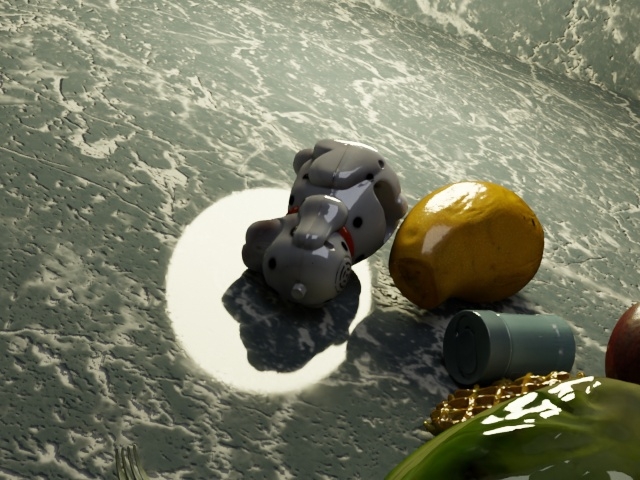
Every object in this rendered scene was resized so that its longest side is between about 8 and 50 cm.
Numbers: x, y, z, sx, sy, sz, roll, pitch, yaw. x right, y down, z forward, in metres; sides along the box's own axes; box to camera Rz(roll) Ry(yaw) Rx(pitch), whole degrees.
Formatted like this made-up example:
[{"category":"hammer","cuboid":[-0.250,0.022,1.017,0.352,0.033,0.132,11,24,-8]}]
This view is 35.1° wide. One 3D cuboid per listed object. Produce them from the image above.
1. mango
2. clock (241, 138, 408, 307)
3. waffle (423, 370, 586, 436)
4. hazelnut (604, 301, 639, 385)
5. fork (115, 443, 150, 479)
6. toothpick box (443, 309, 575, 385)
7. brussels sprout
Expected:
[{"category":"mango","cuboid":[0.226,0.003,1.521,0.144,0.187,0.359,-7,-3,40]},{"category":"clock","cuboid":[-0.001,-0.002,1.403,0.189,0.189,0.254,27,43,8]},{"category":"waffle","cuboid":[0.249,0.206,1.202,0.229,0.051,0.231,-16,10,-25]},{"category":"hazelnut","cuboid":[0.512,0.190,1.412,0.234,0.218,0.218,3,28,3]},{"category":"fork","cuboid":[-0.131,0.280,0.943,0.034,0.028,0.219,0,39,-49]},{"category":"toothpick box","cuboid":[0.255,0.147,1.371,0.153,0.101,0.101,6,32,-31]},{"category":"brussels sprout","cuboid":[0.179,0.286,0.848,0.315,0.276,0.371,14,54,11]}]
